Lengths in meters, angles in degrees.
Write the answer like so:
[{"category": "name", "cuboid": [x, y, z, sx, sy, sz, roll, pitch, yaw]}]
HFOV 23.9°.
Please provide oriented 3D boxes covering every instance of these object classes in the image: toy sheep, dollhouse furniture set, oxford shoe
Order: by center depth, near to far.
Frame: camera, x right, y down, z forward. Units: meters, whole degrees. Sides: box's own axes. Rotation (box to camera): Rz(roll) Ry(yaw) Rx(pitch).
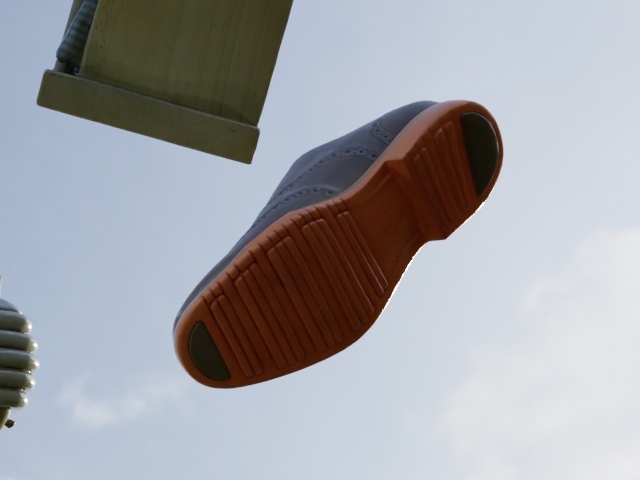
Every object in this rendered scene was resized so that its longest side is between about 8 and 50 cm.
[{"category": "dollhouse furniture set", "cuboid": [-0.099, -0.113, 0.481, 0.183, 0.129, 0.129, 15, -87, -9]}, {"category": "toy sheep", "cuboid": [-0.258, 0.090, 1.159, 0.091, 0.091, 0.132, 4, -101, -29]}, {"category": "oxford shoe", "cuboid": [0.000, 0.000, 1.312, 0.363, 0.132, 0.130, -37, -61, -28]}]
